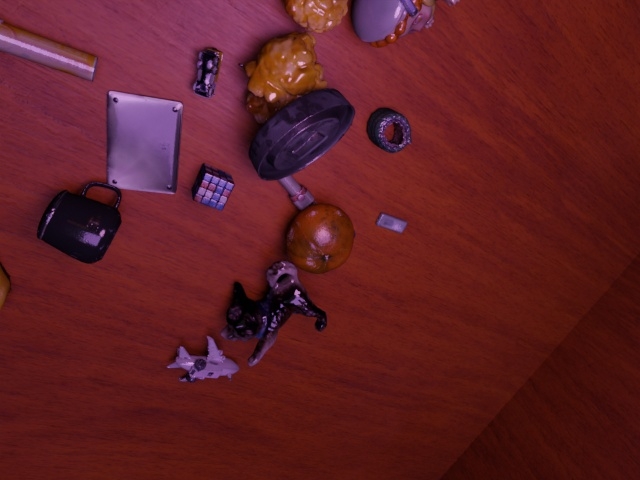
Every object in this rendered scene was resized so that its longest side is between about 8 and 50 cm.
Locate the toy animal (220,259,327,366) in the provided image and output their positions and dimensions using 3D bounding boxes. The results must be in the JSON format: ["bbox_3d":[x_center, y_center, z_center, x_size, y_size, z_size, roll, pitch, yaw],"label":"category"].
[{"bbox_3d":[-0.188,0.228,1.457,0.344,0.194,0.303,-29,129,-7],"label":"toy animal"}]

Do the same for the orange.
[{"bbox_3d":[0.000,0.000,1.378,0.240,0.171,0.240,-7,126,-10],"label":"orange"}]

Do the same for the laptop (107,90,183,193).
[{"bbox_3d":[-0.485,-0.261,1.181,0.187,0.015,0.269,4,116,-20],"label":"laptop"}]

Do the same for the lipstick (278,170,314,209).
[{"bbox_3d":[-0.100,-0.180,1.342,0.063,0.057,0.186,-40,120,5],"label":"lipstick"}]

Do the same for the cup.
[{"bbox_3d":[-0.639,-0.061,1.164,0.176,0.169,0.223,27,76,-22],"label":"cup"}]

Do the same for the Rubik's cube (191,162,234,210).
[{"bbox_3d":[-0.316,-0.156,1.254,0.092,0.092,0.092,22,107,-28],"label":"Rubik's cube"}]

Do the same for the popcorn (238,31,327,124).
[{"bbox_3d":[-0.092,-0.424,1.148,0.253,0.190,0.191,-33,93,15],"label":"popcorn"}]

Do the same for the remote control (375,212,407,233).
[{"bbox_3d":[0.259,-0.062,1.556,0.124,0.018,0.053,16,110,-27],"label":"remote control"}]

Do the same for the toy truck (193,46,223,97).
[{"bbox_3d":[-0.292,-0.442,1.127,0.052,0.063,0.123,18,112,-4],"label":"toy truck"}]

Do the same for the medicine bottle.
[{"bbox_3d":[-0.643,-0.440,0.997,0.218,0.074,0.074,13,112,-27],"label":"medicine bottle"}]

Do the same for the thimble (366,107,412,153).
[{"bbox_3d":[0.215,-0.344,1.347,0.118,0.090,0.135,-34,125,3],"label":"thimble"}]

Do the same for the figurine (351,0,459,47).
[{"bbox_3d":[0.249,-0.668,1.166,0.381,0.224,0.205,-32,103,-30],"label":"figurine"}]

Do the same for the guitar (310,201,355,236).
[{"bbox_3d":[0.031,-0.062,1.470,0.088,0.025,0.233,-41,122,6],"label":"guitar"}]

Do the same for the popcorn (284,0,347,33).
[{"bbox_3d":[-0.013,-0.621,1.082,0.180,0.170,0.180,-41,142,-43],"label":"popcorn"}]

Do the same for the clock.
[{"bbox_3d":[-0.051,-0.284,1.177,0.318,0.319,0.066,-34,81,0],"label":"clock"}]

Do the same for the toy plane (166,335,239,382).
[{"bbox_3d":[-0.409,0.453,1.545,0.255,0.101,0.251,23,120,-28],"label":"toy plane"}]

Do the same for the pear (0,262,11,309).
[{"bbox_3d":[-1.036,0.123,1.086,0.386,0.191,0.340,37,101,-31],"label":"pear"}]
